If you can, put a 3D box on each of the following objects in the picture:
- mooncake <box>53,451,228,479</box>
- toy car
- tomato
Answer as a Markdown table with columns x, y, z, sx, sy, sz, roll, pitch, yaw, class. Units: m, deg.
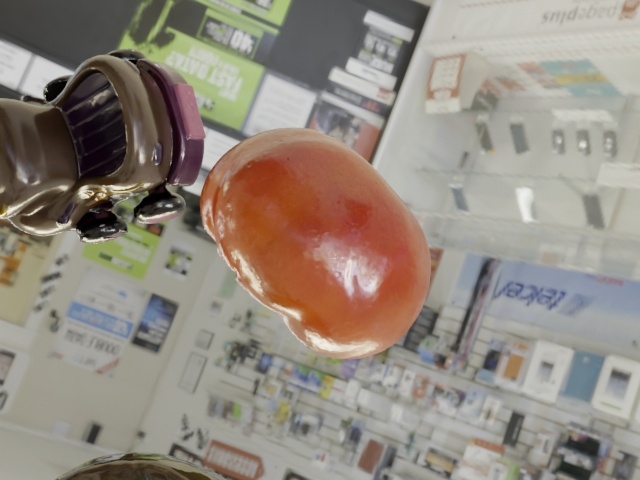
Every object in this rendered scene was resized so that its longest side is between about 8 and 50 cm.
| x | y | z | sx | sy | sz | roll | pitch | yaw | class |
| --- | --- | --- | --- | --- | --- | --- | --- | --- | --- |
| -0.170 | 0.341 | 0.794 | 0.285 | 0.284 | 0.155 | 18 | 163 | 18 | mooncake |
| -0.358 | -0.139 | 1.258 | 0.341 | 0.271 | 0.240 | -20 | 171 | 26 | toy car |
| -0.001 | -0.001 | 0.884 | 0.260 | 0.180 | 0.260 | 46 | 180 | 0 | tomato |
